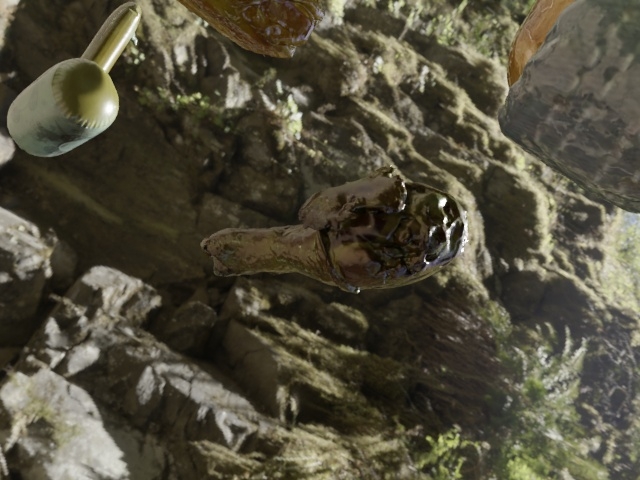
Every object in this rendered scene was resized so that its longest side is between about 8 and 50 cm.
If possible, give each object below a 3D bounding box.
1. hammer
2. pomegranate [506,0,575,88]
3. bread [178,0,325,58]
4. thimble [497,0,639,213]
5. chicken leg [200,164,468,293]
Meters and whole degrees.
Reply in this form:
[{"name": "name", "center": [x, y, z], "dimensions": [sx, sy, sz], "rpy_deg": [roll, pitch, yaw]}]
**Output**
[{"name": "hammer", "center": [-0.364, -0.275, 0.912], "dimensions": [0.202, 0.113, 0.305], "rpy_deg": [-10, -131, 38]}, {"name": "pomegranate", "center": [0.549, -0.332, 1.055], "dimensions": [0.411, 0.411, 0.411], "rpy_deg": [-54, -167, 19]}, {"name": "bread", "center": [-0.151, -0.420, 0.871], "dimensions": [0.195, 0.344, 0.148], "rpy_deg": [31, -85, 44]}, {"name": "thimble", "center": [0.279, -0.138, 0.522], "dimensions": [0.205, 0.172, 0.236], "rpy_deg": [-49, 172, 0]}, {"name": "chicken leg", "center": [0.005, 0.003, 0.729], "dimensions": [0.211, 0.361, 0.140], "rpy_deg": [61, 25, -66]}]
